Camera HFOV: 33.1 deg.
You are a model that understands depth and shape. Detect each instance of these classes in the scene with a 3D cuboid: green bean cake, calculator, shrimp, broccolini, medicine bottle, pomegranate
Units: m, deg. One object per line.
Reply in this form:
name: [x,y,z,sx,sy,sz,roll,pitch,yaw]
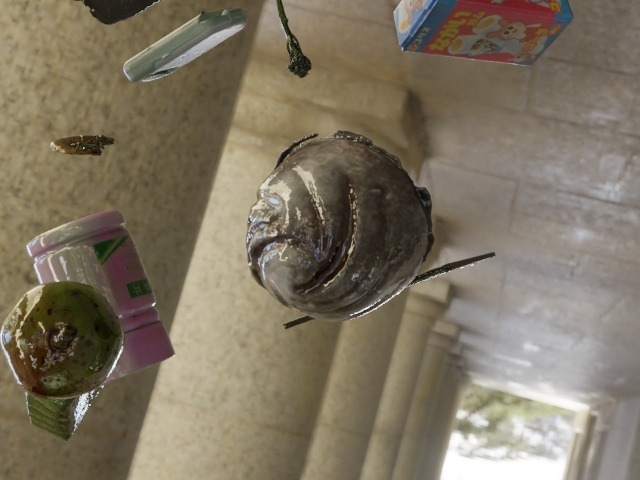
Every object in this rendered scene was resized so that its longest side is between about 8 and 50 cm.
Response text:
green bean cake: [-0.557,0.304,2.392,0.125,0.222,0.248,27,150,3]
calculator: [-0.237,-0.341,1.877,0.246,0.045,0.141,-26,-176,26]
shrimp: [-0.520,-0.215,2.443,0.178,0.034,0.124,-8,-160,-44]
broccolini: [-0.062,-0.385,1.883,0.042,0.218,0.044,-7,164,-41]
medicine bottle: [-0.444,0.120,2.187,0.212,0.325,0.212,-22,178,-1]
pomegranate: [-0.435,0.154,1.767,0.198,0.198,0.246,23,-178,-43]

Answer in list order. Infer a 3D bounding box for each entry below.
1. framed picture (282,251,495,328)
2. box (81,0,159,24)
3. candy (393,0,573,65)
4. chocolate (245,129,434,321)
framed picture: [0.128,0.089,1.953,0.339,0.014,0.255,-21,175,27]
box: [-0.224,-0.489,1.343,0.359,0.350,0.091,59,176,-38]
candy: [0.309,-0.429,2.059,0.306,0.100,0.157,1,153,-24]
chocolate: [0.000,0.000,1.683,0.303,0.303,0.213,11,-147,28]
